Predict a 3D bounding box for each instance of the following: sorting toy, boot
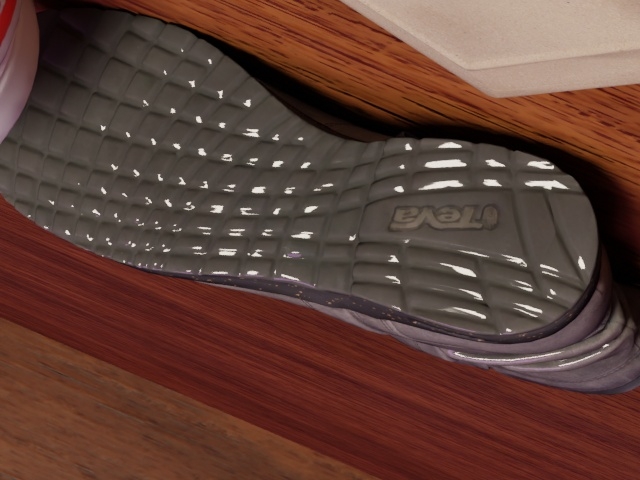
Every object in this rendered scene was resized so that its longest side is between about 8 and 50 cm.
[{"bbox_3d":[0.043,-0.104,0.608,0.348,0.047,0.196,30,170,-27],"label":"sorting toy"},{"bbox_3d":[0.000,0.000,0.978,0.338,0.118,0.223,23,174,20],"label":"boot"}]

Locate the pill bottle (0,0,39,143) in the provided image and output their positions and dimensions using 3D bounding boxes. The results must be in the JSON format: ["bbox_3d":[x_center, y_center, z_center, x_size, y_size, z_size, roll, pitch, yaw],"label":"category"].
[{"bbox_3d":[-0.202,-0.118,0.711,0.161,0.161,0.283,20,168,12],"label":"pill bottle"}]
